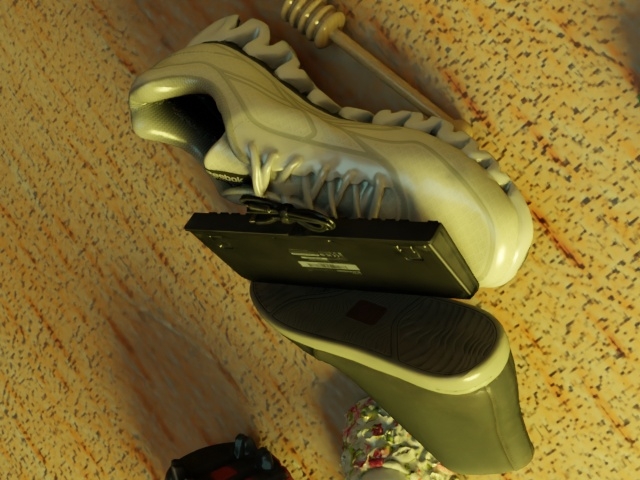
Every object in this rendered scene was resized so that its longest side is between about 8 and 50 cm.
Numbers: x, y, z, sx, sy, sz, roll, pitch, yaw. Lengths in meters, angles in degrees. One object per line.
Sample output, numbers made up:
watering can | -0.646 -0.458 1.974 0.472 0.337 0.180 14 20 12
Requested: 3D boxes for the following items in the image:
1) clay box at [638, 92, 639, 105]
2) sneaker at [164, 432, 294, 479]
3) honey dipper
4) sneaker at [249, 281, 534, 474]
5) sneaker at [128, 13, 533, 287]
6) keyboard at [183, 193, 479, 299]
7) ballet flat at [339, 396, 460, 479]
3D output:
clay box | 0.281 -0.026 0.609 0.127 0.053 0.222 -36 80 27
sneaker | -0.024 0.242 0.748 0.276 0.097 0.135 26 128 60
honey dipper | 0.040 -0.118 0.744 0.160 0.030 0.030 40 114 16
sneaker | 0.042 0.084 0.744 0.222 0.083 0.118 25 147 45
sneaker | -0.002 -0.046 0.719 0.292 0.118 0.110 30 124 23
keyboard | 0.000 0.000 0.679 0.180 0.108 0.023 2 63 32
ballet flat | 0.072 0.223 0.747 0.091 0.077 0.241 -29 82 28
